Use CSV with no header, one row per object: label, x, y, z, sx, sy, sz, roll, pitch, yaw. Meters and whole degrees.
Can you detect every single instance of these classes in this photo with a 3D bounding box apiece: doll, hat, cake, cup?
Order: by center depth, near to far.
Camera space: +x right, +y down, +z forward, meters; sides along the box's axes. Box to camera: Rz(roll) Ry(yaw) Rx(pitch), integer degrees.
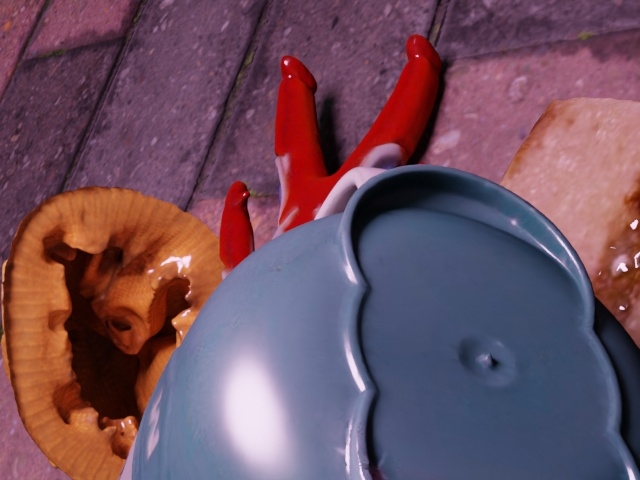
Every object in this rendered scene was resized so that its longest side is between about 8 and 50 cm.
cup,0.018,0.102,0.506,0.290,0.219,0.258,-91,20,-43
cake,0.190,0.032,0.626,0.293,0.198,0.196,20,80,50
doll,0.000,0.000,0.899,0.188,0.099,0.384,-7,56,26
hat,-0.215,0.084,0.985,0.233,0.244,0.234,-7,49,57
